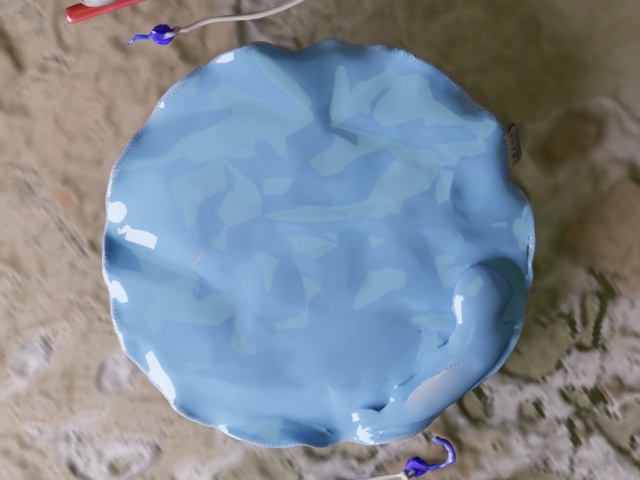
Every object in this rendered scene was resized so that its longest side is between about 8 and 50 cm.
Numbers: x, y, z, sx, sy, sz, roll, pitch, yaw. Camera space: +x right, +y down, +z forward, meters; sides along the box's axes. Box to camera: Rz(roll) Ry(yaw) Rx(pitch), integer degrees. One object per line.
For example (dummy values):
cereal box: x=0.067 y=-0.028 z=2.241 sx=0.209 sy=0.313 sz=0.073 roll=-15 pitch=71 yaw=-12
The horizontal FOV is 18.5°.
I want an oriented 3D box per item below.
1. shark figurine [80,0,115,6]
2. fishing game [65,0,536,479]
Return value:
shark figurine: x=-0.047 y=-0.194 z=0.820 sx=0.116 sy=0.166 sz=0.278 roll=34 pitch=69 yaw=-28
fishing game: x=0.000 y=0.000 z=0.840 sx=0.189 sy=0.041 sz=0.264 roll=-18 pitch=100 yaw=1
